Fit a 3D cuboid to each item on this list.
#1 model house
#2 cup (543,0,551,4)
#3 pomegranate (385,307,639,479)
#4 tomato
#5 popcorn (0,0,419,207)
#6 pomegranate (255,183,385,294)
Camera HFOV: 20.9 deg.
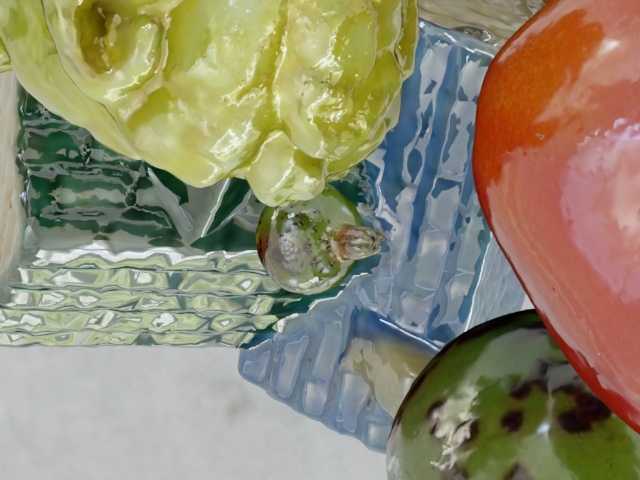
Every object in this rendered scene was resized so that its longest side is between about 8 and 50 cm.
[{"bbox_3d":[-0.024,-0.076,1.289,0.445,0.400,0.395,5,120,-21],"label":"model house"},{"bbox_3d":[0.298,-0.257,1.773,0.226,0.264,0.182,-24,105,3],"label":"cup"},{"bbox_3d":[0.181,0.165,1.008,0.306,0.242,0.242,22,128,26],"label":"pomegranate"},{"bbox_3d":[0.188,-0.024,0.787,0.259,0.180,0.260,9,107,32],"label":"tomato"},{"bbox_3d":[-0.053,-0.143,0.861,0.250,0.235,0.242,39,170,5],"label":"popcorn"},{"bbox_3d":[-0.003,0.003,1.097,0.084,0.073,0.073,47,143,46],"label":"pomegranate"}]
